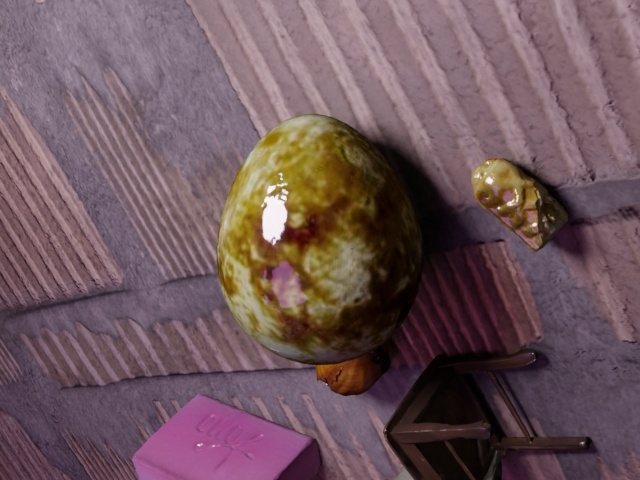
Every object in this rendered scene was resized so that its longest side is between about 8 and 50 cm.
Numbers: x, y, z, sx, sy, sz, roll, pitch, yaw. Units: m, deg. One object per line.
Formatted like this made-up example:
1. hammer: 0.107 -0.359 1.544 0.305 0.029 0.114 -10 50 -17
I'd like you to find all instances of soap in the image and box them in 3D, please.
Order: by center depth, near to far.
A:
1. soap: -0.154 0.358 1.591 0.259 0.181 0.081 16 130 35

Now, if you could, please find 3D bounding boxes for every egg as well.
1. egg: 0.000 0.000 1.124 0.238 0.238 0.290 14 110 35

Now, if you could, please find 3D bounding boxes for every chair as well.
1. chair: 0.156 0.260 1.254 0.319 0.160 0.186 -16 115 47

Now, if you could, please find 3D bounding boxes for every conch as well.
1. conch: 0.053 0.161 1.316 0.080 0.086 0.232 48 142 0

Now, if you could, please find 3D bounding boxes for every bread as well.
1. bread: 0.208 -0.042 1.038 0.110 0.060 0.066 43 170 8
